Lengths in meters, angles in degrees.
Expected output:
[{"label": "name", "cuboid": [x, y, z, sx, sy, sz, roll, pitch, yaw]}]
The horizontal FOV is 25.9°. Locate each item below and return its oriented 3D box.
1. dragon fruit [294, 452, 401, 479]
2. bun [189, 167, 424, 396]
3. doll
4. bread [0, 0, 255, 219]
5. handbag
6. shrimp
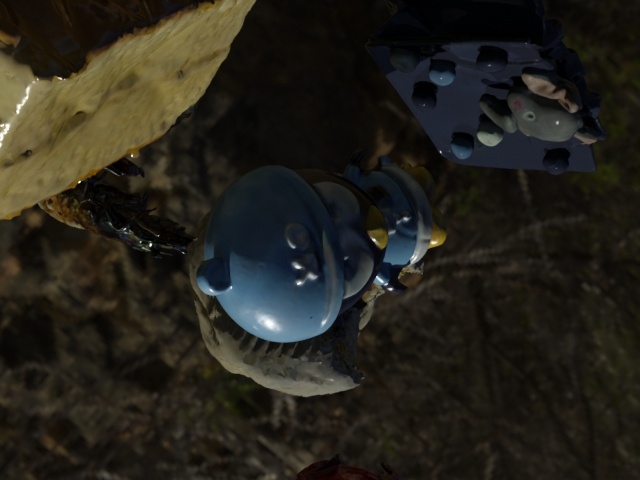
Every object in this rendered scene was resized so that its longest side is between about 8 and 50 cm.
[{"label": "dragon fruit", "cuboid": [0.027, 0.236, 1.005, 0.136, 0.166, 0.133, -36, 168, 22]}, {"label": "bun", "cuboid": [-0.026, 0.051, 1.679, 0.281, 0.281, 0.205, -50, 168, -2]}, {"label": "doll", "cuboid": [0.000, 0.000, 1.404, 0.314, 0.177, 0.141, -20, -174, -39]}, {"label": "bread", "cuboid": [-0.226, -0.186, 1.004, 0.207, 0.279, 0.279, -50, 175, 40]}, {"label": "handbag", "cuboid": [0.226, -0.188, 1.739, 0.326, 0.269, 0.118, 44, 60, -53]}, {"label": "shrimp", "cuboid": [-0.174, -0.037, 1.133, 0.034, 0.161, 0.091, -45, 153, -50]}]
